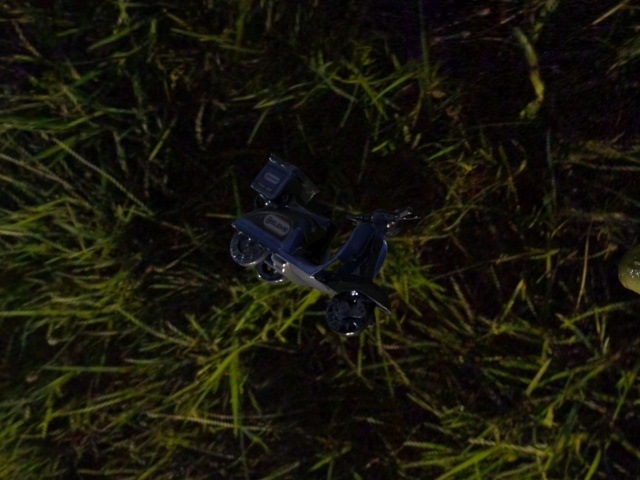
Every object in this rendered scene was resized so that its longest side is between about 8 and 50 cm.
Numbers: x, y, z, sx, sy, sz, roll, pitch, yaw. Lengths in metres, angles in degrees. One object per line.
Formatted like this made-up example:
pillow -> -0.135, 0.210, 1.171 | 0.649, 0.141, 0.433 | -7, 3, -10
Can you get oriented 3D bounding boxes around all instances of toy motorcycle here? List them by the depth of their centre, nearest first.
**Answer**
toy motorcycle -> 0.000, 0.000, 1.062 | 0.359, 0.125, 0.212 | 31, 83, 39

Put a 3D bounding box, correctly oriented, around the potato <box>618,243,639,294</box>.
potato -> 0.469, 0.059, 0.844 | 0.188, 0.085, 0.105 | 31, 138, 48
